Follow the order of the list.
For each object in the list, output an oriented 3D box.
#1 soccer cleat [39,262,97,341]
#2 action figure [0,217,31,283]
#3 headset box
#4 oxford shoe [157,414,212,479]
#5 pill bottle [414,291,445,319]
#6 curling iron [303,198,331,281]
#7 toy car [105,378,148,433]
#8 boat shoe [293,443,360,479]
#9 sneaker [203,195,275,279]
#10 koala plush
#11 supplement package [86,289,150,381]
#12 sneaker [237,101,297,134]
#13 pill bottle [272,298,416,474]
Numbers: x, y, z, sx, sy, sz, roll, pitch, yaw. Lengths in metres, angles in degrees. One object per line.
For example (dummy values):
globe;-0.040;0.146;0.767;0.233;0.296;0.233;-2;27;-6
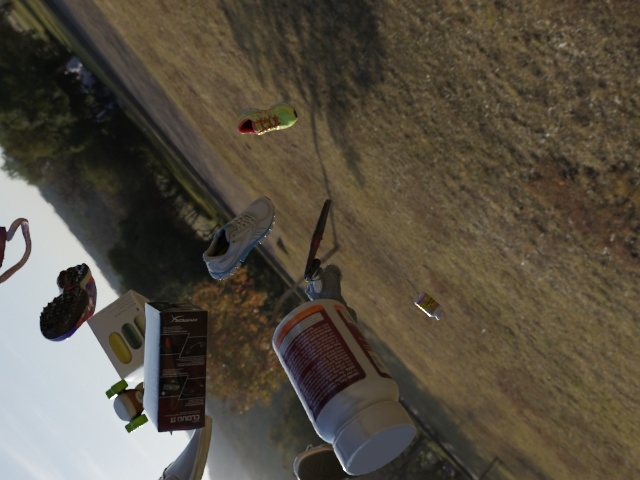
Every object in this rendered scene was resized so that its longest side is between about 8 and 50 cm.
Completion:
soccer cleat;-0.586;0.166;1.384;0.318;0.108;0.117;-125;17;-63
action figure;-0.790;0.147;1.293;0.370;0.275;0.248;-116;26;-44
headset box;-0.344;0.299;1.352;0.218;0.110;0.294;-178;89;-65
oxford shoe;-0.399;0.682;1.545;0.129;0.450;0.169;21;177;-4
pill bottle;0.307;0.184;1.616;0.083;0.043;0.043;40;167;5
curling iron;0.000;0.000;1.683;0.068;0.274;0.035;-5;147;28
toy car;-0.568;0.501;1.872;0.155;0.188;0.149;58;140;5
boat shoe;0.024;0.693;1.804;0.103;0.118;0.320;2;173;42
sneaker;-0.157;-0.016;1.118;0.071;0.191;0.083;25;160;25
koala plush;0.021;0.192;1.928;0.203;0.196;0.222;-2;96;31
supplement package;-0.690;0.360;2.153;0.263;0.199;0.198;53;172;14
sneaker;-0.165;-0.360;1.765;0.208;0.094;0.082;-4;126;30
pill bottle;0.053;0.352;1.427;0.392;0.224;0.224;55;175;41
